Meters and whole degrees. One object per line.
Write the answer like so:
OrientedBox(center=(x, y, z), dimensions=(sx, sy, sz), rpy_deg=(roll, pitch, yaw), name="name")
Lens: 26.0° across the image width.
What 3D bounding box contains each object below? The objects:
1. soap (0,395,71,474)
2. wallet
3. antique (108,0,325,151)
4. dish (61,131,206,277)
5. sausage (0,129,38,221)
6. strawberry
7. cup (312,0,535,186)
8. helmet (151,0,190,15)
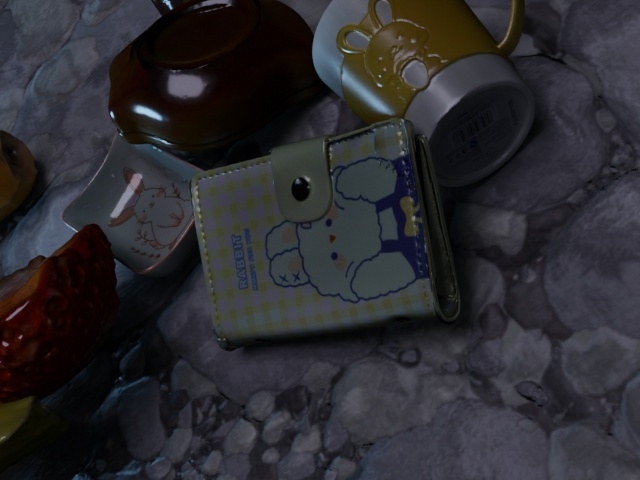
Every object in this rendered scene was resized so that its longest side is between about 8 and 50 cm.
OrientedBox(center=(-0.504, 0.274, 1.583), dimensions=(0.427, 0.306, 0.115), rpy_deg=(-12, 84, 1), name="soap")
OrientedBox(center=(0.000, 0.000, 1.521), dimensions=(0.309, 0.077, 0.223), rpy_deg=(-12, 82, 38), name="wallet")
OrientedBox(center=(-0.135, -0.214, 1.743), dimensions=(0.278, 0.129, 0.223), rpy_deg=(-9, 48, 9), name="antique")
OrientedBox(center=(-0.215, -0.037, 1.764), dimensions=(0.212, 0.077, 0.151), rpy_deg=(29, 84, 43), name="dish")
OrientedBox(center=(-0.559, -0.025, 1.985), dimensions=(0.354, 0.116, 0.134), rpy_deg=(-35, 58, 19), name="sausage")
OrientedBox(center=(-0.332, 0.111, 1.628), dimensions=(0.265, 0.149, 0.336), rpy_deg=(-35, 8, -9), name="strawberry")
OrientedBox(center=(0.136, -0.202, 1.539), dimensions=(0.241, 0.185, 0.226), rpy_deg=(-47, 52, 15), name="cup")
OrientedBox(center=(-0.143, -0.333, 1.873), dimensions=(0.175, 0.106, 0.155), rpy_deg=(-28, 16, -4), name="helmet")
